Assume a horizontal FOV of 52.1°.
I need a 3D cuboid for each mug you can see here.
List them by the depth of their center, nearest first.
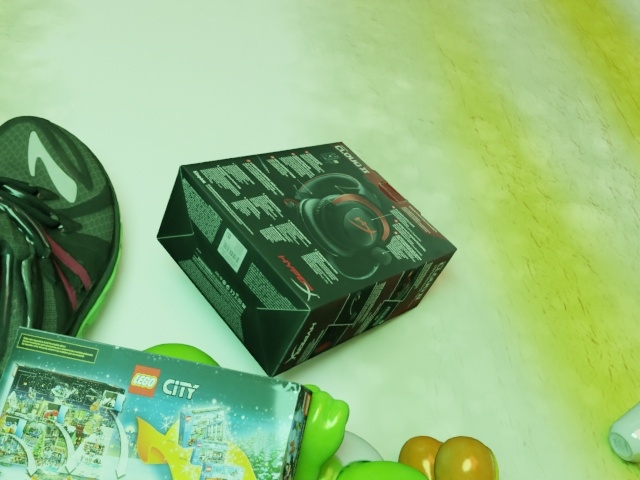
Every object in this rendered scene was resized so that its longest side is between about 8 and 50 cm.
[{"bbox_3d":[0.363,0.222,0.729,0.064,0.062,0.078,-20,51,-18],"label":"mug"}]

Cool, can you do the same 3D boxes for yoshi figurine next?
[{"bbox_3d":[-0.042,0.181,0.586,0.362,0.204,0.203,8,23,-10],"label":"yoshi figurine"}]

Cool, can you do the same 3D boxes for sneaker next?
[{"bbox_3d":[-0.306,0.012,0.634,0.185,0.202,0.483,-3,43,-7],"label":"sneaker"}]

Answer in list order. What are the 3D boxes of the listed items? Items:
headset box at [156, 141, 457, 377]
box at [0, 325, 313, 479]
[{"bbox_3d":[0.000,0.000,0.757,0.293,0.110,0.218,-18,55,-46],"label":"headset box"},{"bbox_3d":[-0.136,0.162,0.474,0.233,0.044,0.159,9,71,14],"label":"box"}]
